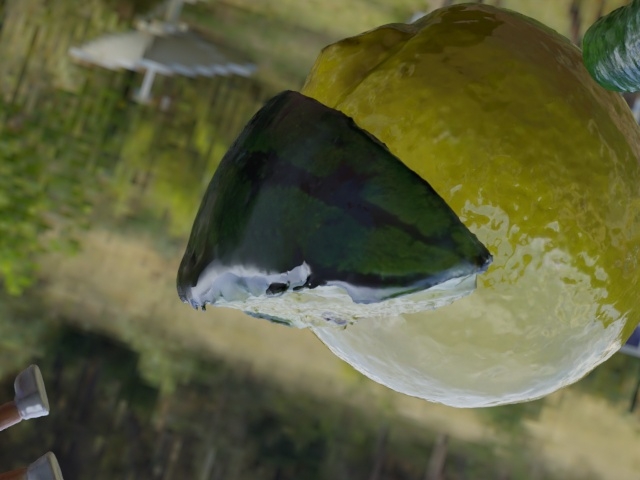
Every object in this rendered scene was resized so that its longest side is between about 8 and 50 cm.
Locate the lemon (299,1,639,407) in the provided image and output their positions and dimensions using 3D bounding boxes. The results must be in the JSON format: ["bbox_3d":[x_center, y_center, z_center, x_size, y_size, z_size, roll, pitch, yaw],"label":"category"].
[{"bbox_3d":[0.116,-0.025,1.554,0.348,0.348,0.348,17,172,2],"label":"lemon"}]

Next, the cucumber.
[{"bbox_3d":[0.193,-0.116,1.057,0.056,0.056,0.250,18,174,-7],"label":"cucumber"}]

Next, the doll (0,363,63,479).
[{"bbox_3d":[-0.350,0.207,1.735,0.217,0.183,0.085,-12,147,-7],"label":"doll"}]

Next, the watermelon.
[{"bbox_3d":[0.000,0.000,0.968,0.129,0.123,0.301,25,171,-10],"label":"watermelon"}]
